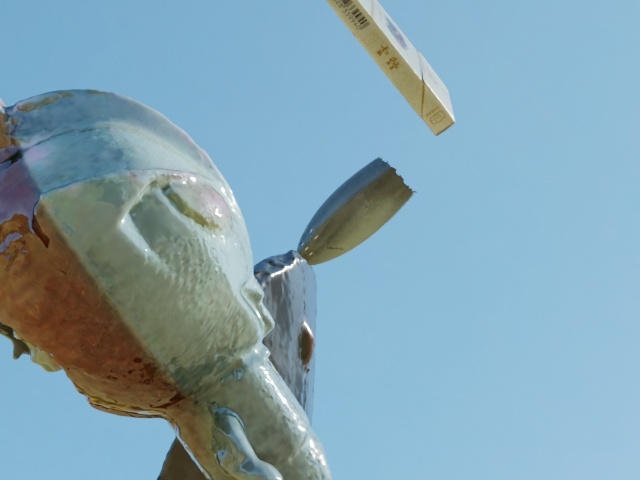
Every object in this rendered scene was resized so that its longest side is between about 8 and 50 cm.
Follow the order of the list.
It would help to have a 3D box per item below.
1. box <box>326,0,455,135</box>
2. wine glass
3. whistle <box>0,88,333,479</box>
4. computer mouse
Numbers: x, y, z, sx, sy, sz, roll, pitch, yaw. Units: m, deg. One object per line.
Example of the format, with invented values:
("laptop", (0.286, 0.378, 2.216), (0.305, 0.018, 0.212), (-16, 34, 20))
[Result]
("box", (0.046, -0.162, 1.351), (0.024, 0.090, 0.167), (-37, -73, 14))
("wine glass", (0.000, 0.000, 1.627), (0.198, 0.066, 0.066), (-42, -41, 0))
("whistle", (-0.066, 0.063, 0.835), (0.346, 0.134, 0.142), (56, -24, -9))
("computer mouse", (-0.049, 0.154, 1.374), (0.087, 0.295, 0.168), (21, 7, 18))
